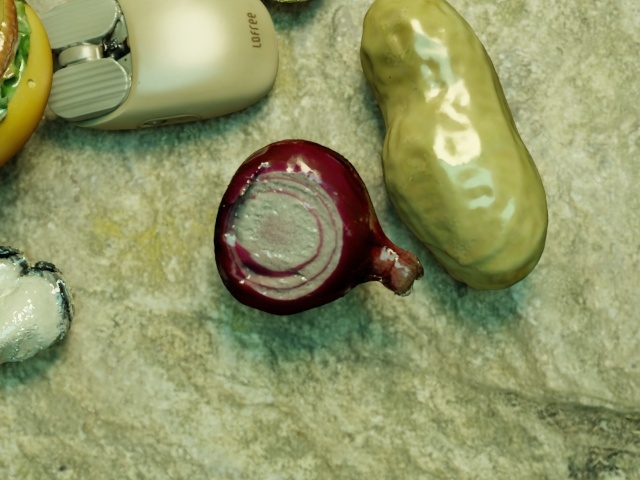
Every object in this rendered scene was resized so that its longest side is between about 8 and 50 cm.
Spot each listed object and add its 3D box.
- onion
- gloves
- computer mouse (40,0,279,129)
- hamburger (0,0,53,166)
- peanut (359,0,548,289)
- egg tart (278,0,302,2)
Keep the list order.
[{"bbox_3d":[0.001,-0.007,0.782,0.198,0.135,0.173,20,117,-5],"label":"onion"},{"bbox_3d":[-0.313,0.067,0.777,0.153,0.070,0.114,-23,77,-9],"label":"gloves"},{"bbox_3d":[-0.160,-0.189,0.827,0.236,0.082,0.145,-7,82,-7],"label":"computer mouse"},{"bbox_3d":[-0.358,-0.157,0.754,0.246,0.170,0.246,-9,63,17],"label":"hamburger"},{"bbox_3d":[0.123,-0.101,0.809,0.147,0.147,0.319,-19,86,-8],"label":"peanut"},{"bbox_3d":[-0.043,-0.302,0.866,0.128,0.049,0.129,3,74,-10],"label":"egg tart"}]
